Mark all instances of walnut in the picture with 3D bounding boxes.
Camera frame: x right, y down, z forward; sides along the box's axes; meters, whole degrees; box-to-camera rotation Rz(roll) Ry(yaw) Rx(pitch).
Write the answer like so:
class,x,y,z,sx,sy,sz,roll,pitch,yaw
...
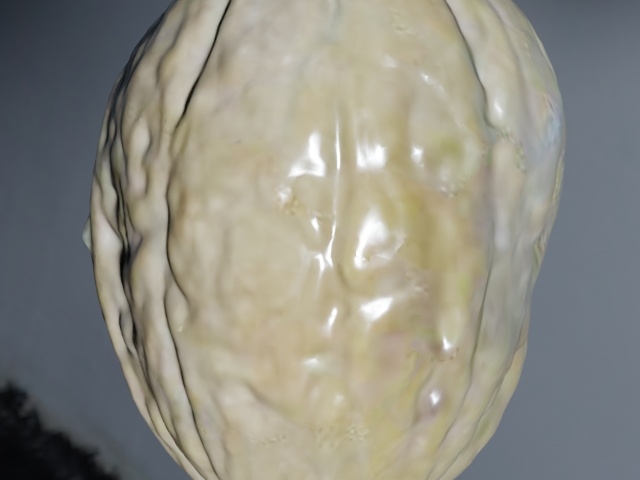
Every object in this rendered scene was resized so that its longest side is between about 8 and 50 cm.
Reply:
class,x,y,z,sx,sy,sz,roll,pitch,yaw
walnut,0.002,0.000,0.693,0.178,0.178,0.230,13,104,41
